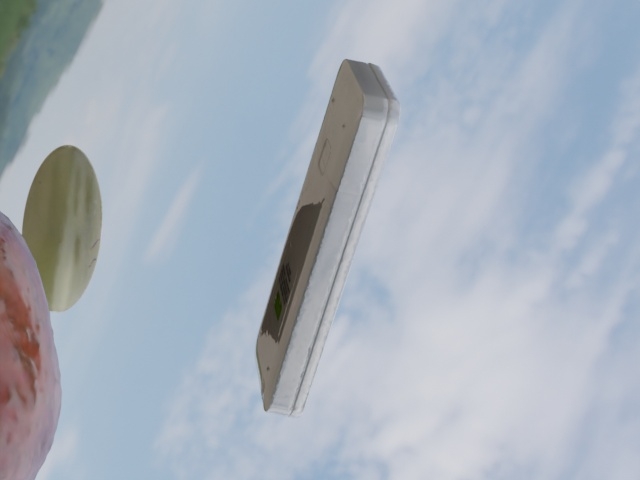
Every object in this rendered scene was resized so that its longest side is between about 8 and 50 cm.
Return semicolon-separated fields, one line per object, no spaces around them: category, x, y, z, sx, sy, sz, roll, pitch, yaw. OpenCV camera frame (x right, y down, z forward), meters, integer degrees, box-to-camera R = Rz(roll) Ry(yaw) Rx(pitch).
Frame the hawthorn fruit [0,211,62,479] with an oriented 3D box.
hawthorn fruit;-0.303;0.072;0.841;0.275;0.275;0.299;167;-73;-70

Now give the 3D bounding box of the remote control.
remote control;0.000;0.000;0.901;0.103;0.034;0.250;-108;-147;-64

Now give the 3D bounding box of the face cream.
face cream;-0.285;-0.015;1.408;0.348;0.081;0.173;-167;-98;-79
